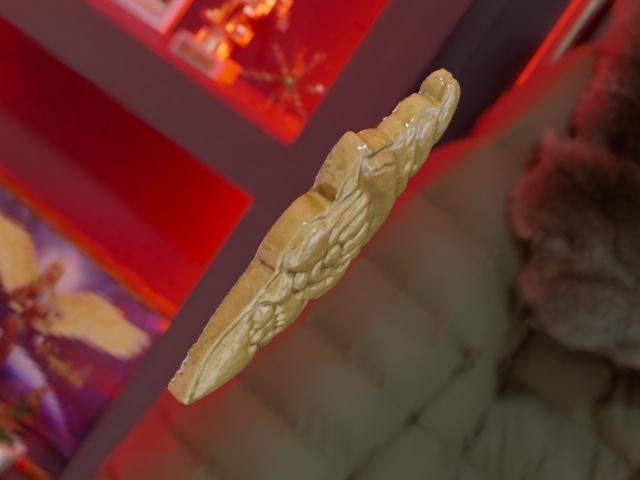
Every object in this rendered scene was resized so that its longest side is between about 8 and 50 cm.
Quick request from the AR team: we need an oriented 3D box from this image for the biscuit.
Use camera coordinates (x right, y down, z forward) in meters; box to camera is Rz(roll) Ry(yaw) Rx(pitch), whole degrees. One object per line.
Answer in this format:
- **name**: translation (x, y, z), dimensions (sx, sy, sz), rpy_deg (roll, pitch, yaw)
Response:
- **biscuit**: translation (0.000, 0.000, 0.932), dimensions (0.035, 0.250, 0.162), rpy_deg (41, -3, 16)
